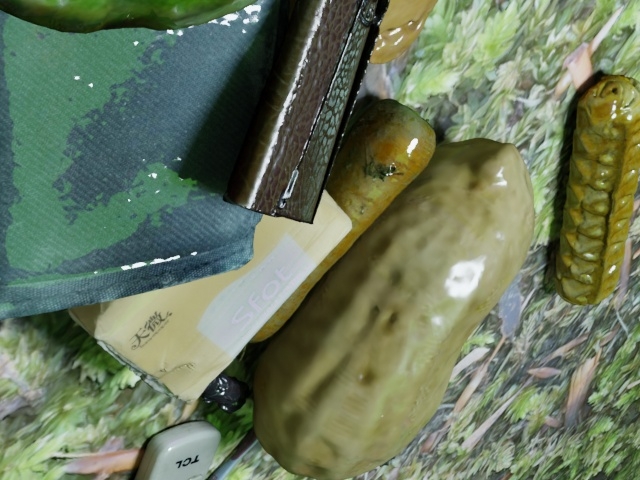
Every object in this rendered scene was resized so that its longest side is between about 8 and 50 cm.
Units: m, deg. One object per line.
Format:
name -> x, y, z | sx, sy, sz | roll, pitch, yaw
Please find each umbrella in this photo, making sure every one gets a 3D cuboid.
umbrella -> -0.112, 0.129, 1.323 | 0.040, 0.037, 0.144 | -33, 150, 12

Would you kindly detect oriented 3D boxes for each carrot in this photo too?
carrot -> 0.000, 0.000, 1.313 | 0.298, 0.078, 0.078 | -54, 150, 13

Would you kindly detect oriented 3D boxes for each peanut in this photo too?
peanut -> 0.079, 0.068, 1.388 | 0.387, 0.169, 0.192 | -55, 156, 5

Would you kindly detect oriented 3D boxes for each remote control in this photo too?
remote control -> -0.158, 0.261, 1.413 | 0.087, 0.029, 0.190 | -10, 130, -50

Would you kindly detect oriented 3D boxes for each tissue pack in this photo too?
tissue pack -> -0.092, 0.015, 1.174 | 0.222, 0.090, 0.186 | -48, 148, -6

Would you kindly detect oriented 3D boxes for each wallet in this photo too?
wallet -> -0.129, -0.121, 0.952 | 0.237, 0.075, 0.342 | -14, 125, -37
wallet -> 0.006, -0.131, 1.019 | 0.133, 0.039, 0.243 | 16, 93, -69

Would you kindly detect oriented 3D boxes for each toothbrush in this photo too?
toothbrush -> -0.073, 0.206, 1.485 | 0.193, 0.013, 0.019 | -50, 144, -3

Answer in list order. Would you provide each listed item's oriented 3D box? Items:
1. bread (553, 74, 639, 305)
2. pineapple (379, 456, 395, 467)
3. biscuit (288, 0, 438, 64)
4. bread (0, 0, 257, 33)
bread -> 0.332, -0.051, 1.693 | 0.367, 0.084, 0.077 | 87, 10, -47
pineapple -> 0.074, 0.199, 1.629 | 0.074, 0.074, 0.159 | -32, 150, -30
biscuit -> 0.040, -0.241, 1.117 | 0.355, 0.052, 0.275 | -31, 144, -32
bread -> -0.105, -0.294, 0.726 | 0.366, 0.129, 0.382 | -54, 136, -5
